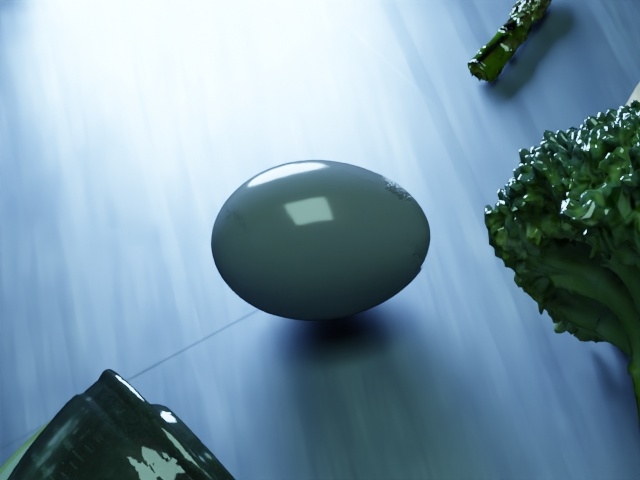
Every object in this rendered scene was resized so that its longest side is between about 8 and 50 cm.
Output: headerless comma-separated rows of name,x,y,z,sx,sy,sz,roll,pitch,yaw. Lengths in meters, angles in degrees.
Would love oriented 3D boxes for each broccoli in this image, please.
broccoli,0.280,0.078,1.539,0.275,0.397,0.353,-17,9,34

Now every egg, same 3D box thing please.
egg,0.000,0.000,1.716,0.198,0.146,0.146,2,46,4

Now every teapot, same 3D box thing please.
teapot,-0.187,0.230,1.467,0.239,0.239,0.321,-40,56,-10

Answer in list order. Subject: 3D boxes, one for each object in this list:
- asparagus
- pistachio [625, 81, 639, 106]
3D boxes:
asparagus,0.203,-0.222,1.983,0.036,0.030,0.165,9,47,33
pistachio,0.419,-0.089,1.713,0.299,0.187,0.187,12,49,13
